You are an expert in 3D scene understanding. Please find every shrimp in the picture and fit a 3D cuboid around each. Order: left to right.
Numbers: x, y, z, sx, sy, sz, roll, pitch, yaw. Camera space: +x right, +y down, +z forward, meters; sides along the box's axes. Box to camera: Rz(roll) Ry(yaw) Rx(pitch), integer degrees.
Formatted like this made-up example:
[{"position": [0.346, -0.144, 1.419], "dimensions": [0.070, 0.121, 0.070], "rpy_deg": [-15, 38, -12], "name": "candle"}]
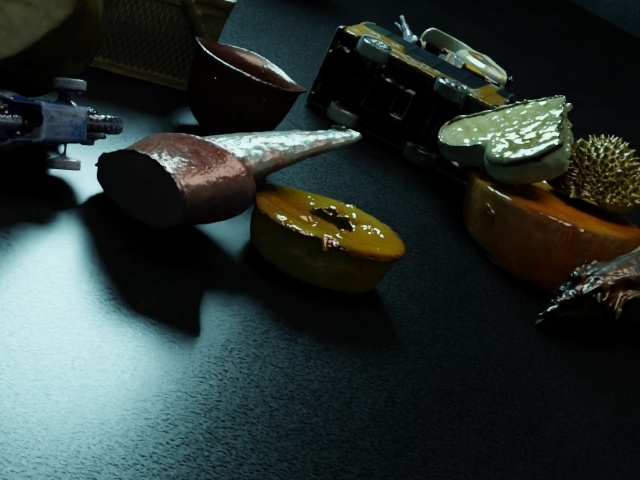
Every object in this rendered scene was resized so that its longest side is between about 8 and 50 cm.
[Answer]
[{"position": [0.406, 0.089, 1.601], "dimensions": [0.289, 0.075, 0.178], "rpy_deg": [-16, 59, -34], "name": "shrimp"}]

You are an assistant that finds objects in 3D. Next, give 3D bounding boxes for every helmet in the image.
[{"position": [-0.107, -0.181, 1.644], "dimensions": [0.155, 0.106, 0.175], "rpy_deg": [23, 18, -14], "name": "helmet"}]

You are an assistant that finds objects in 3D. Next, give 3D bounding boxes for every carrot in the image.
[{"position": [0.309, -0.017, 1.772], "dimensions": [0.258, 0.100, 0.307], "rpy_deg": [22, 15, -5], "name": "carrot"}]

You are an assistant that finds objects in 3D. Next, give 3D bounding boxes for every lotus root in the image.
[{"position": [-0.353, -0.225, 1.397], "dimensions": [0.267, 0.149, 0.260], "rpy_deg": [-6, -3, 2], "name": "lotus root"}]

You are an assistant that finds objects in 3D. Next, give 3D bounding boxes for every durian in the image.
[{"position": [0.376, -0.099, 1.789], "dimensions": [0.146, 0.102, 0.208], "rpy_deg": [10, 12, -24], "name": "durian"}]

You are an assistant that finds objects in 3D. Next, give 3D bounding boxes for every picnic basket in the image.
[{"position": [-0.259, -0.312, 1.719], "dimensions": [0.266, 0.139, 0.165], "rpy_deg": [11, 27, -30], "name": "picnic basket"}]

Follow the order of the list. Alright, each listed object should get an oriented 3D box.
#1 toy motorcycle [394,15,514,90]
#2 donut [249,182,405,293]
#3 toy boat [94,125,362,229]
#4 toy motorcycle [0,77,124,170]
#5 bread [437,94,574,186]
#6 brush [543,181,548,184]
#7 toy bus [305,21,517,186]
[{"position": [0.225, -0.298, 2.242], "dimensions": [0.157, 0.091, 0.263], "rpy_deg": [22, 16, -31], "name": "toy motorcycle"}, {"position": [0.000, 0.000, 1.435], "dimensions": [0.178, 0.065, 0.162], "rpy_deg": [15, 21, -23], "name": "donut"}, {"position": [-0.089, -0.091, 1.410], "dimensions": [0.282, 0.096, 0.206], "rpy_deg": [-22, 22, -37], "name": "toy boat"}, {"position": [-0.305, -0.120, 1.319], "dimensions": [0.135, 0.092, 0.254], "rpy_deg": [5, 5, 24], "name": "toy motorcycle"}, {"position": [0.265, -0.135, 1.744], "dimensions": [0.172, 0.064, 0.232], "rpy_deg": [-34, 30, -21], "name": "bread"}, {"position": [0.347, -0.134, 2.092], "dimensions": [0.103, 0.047, 0.233], "rpy_deg": [14, 27, -27], "name": "brush"}, {"position": [0.141, -0.204, 1.916], "dimensions": [0.275, 0.138, 0.167], "rpy_deg": [29, 21, 12], "name": "toy bus"}]
